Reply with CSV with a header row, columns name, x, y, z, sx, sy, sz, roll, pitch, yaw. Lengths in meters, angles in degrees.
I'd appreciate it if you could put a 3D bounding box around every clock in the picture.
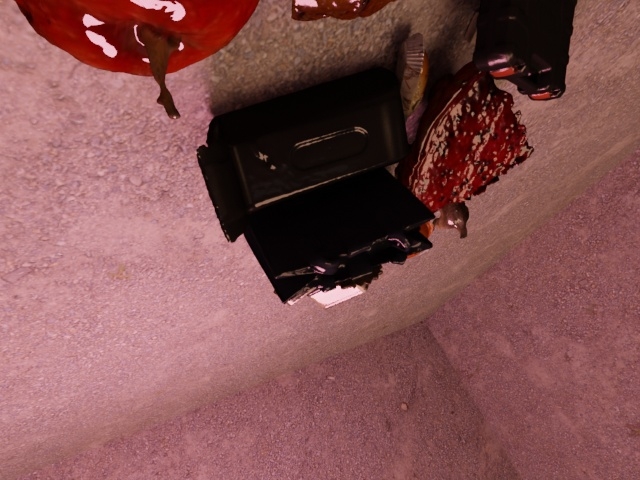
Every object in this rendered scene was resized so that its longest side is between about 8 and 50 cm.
name,x,y,z,sx,sy,sz,roll,pitch,yaw
clock,0.055,0.059,1.016,0.146,0.192,0.071,-30,118,35

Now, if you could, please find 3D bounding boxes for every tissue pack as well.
name,x,y,z,sx,sy,sz,roll,pitch,yaw
tissue pack,0.330,-0.412,0.792,0.108,0.023,0.056,-20,154,-18

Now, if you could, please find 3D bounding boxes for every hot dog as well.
name,x,y,z,sx,sy,sz,roll,pitch,yaw
hot dog,0.164,-0.291,0.769,0.053,0.099,0.192,2,159,3

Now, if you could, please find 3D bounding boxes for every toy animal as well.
name,x,y,z,sx,sy,sz,roll,pitch,yaw
toy animal,0.360,-0.132,1.202,0.121,0.233,0.169,-21,-163,7

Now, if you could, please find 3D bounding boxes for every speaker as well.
name,x,y,z,sx,sy,sz,roll,pitch,yaw
speaker,-0.006,-0.149,0.685,0.388,0.184,0.180,-22,116,-15

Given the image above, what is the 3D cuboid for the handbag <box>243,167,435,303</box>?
name,x,y,z,sx,sy,sz,roll,pitch,yaw
handbag,0.013,-0.036,0.802,0.303,0.329,0.122,-21,131,-15

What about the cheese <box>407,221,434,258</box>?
name,x,y,z,sx,sy,sz,roll,pitch,yaw
cheese,0.225,-0.042,1.250,0.216,0.129,0.329,-16,145,18

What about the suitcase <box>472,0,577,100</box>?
name,x,y,z,sx,sy,sz,roll,pitch,yaw
suitcase,0.363,-0.371,0.724,0.285,0.207,0.066,-3,-171,-44

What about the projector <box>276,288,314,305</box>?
name,x,y,z,sx,sy,sz,roll,pitch,yaw
projector,0.000,0.000,1.011,0.257,0.259,0.079,-37,112,18

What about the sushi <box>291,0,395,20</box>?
name,x,y,z,sx,sy,sz,roll,pitch,yaw
sushi,0.054,-0.372,0.448,0.167,0.179,0.296,-41,-179,-33

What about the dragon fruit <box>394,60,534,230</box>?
name,x,y,z,sx,sy,sz,roll,pitch,yaw
dragon fruit,0.228,-0.205,0.899,0.329,0.228,0.286,-43,132,13

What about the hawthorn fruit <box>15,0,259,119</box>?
name,x,y,z,sx,sy,sz,roll,pitch,yaw
hawthorn fruit,-0.147,-0.226,0.335,0.241,0.272,0.242,-21,180,0
